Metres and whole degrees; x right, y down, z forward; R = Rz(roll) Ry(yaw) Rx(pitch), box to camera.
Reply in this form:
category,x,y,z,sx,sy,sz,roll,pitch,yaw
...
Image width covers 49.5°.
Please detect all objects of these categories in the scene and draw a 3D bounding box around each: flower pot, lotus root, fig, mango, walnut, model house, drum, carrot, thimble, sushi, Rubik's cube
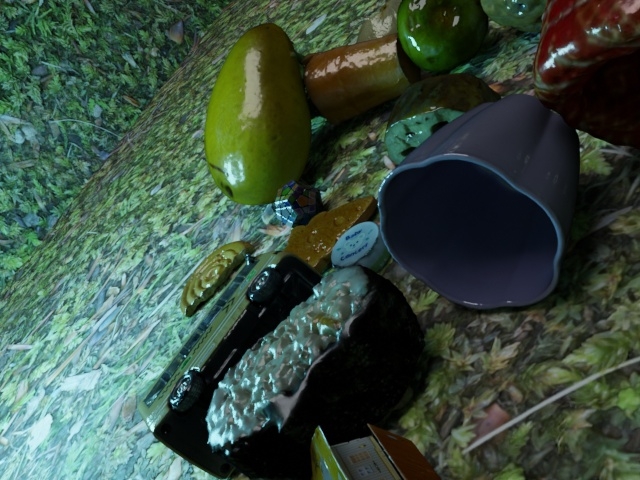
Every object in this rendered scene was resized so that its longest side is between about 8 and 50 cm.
category,x,y,z,sx,sy,sz,roll,pitch,yaw
flower pot,0.246,-0.070,0.992,0.265,0.265,0.243,-14,27,43
lotus root,0.229,-0.239,1.352,0.235,0.138,0.118,-12,51,36
fig,0.275,-0.473,1.571,0.206,0.206,0.275,-40,-5,8
mango,-0.148,-0.304,1.669,0.302,0.221,0.444,5,91,49
walnut,0.432,-0.520,1.391,0.245,0.198,0.198,1,52,52
model house,0.077,0.308,0.826,0.136,0.207,0.219,-11,16,-13
drum,0.058,0.068,1.225,0.130,0.049,0.253,-21,36,36
carrot,0.108,-0.405,1.665,0.254,0.196,0.195,-16,39,33
thimble,0.454,-0.265,0.857,0.350,0.350,0.230,-6,63,49
sushi,0.000,0.200,0.998,0.350,0.171,0.211,-47,25,-6
Rubik's cube,-0.046,-0.077,1.508,0.111,0.111,0.093,-11,15,45

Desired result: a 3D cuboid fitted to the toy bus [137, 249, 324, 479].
category,x,y,z,sx,sy,sz,roll,pitch,yaw
toy bus,-0.135,0.193,1.177,0.365,0.177,0.202,-53,24,-15

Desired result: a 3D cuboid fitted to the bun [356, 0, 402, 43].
category,x,y,z,sx,sy,sz,roll,pitch,yaw
bun,0.179,-0.565,1.838,0.222,0.127,0.222,-34,31,23

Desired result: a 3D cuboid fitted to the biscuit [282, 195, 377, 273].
category,x,y,z,sx,sy,sz,roll,pitch,yaw
biscuit,0.000,0.000,1.402,0.280,0.043,0.183,-34,33,8

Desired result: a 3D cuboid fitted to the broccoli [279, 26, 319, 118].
category,x,y,z,sx,sy,sz,roll,pitch,yaw
broccoli,-0.077,-0.444,1.865,0.254,0.269,0.269,3,52,38

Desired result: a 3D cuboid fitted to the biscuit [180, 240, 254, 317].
category,x,y,z,sx,sy,sz,roll,pitch,yaw
biscuit,-0.256,0.074,1.640,0.224,0.033,0.144,-44,29,-3
